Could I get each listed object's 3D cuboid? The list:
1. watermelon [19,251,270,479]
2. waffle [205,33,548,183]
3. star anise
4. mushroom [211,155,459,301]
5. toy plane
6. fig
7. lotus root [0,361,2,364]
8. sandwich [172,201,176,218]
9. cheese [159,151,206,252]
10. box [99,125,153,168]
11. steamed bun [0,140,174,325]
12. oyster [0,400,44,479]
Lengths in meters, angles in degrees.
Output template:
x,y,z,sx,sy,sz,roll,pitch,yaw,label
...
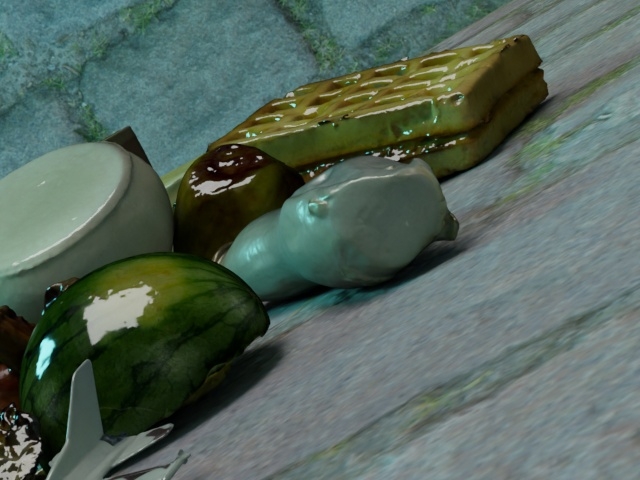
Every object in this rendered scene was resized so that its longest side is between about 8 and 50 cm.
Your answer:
x,y,z,sx,sy,sz,roll,pitch,yaw,label
-0.155,0.087,1.174,0.232,0.127,0.204,-34,10,21,watermelon
0.060,-0.119,1.621,0.328,0.098,0.224,-10,21,31,waffle
-0.232,0.105,1.313,0.212,0.111,0.196,-39,-11,29,star anise
0.001,-0.001,1.270,0.109,0.097,0.351,-32,3,-25,mushroom
-0.156,0.168,0.875,0.160,0.082,0.234,-16,28,27,toy plane
-0.077,-0.007,1.526,0.165,0.154,0.144,-61,19,11,fig
-0.393,0.085,1.697,0.250,0.250,0.346,-29,4,16,lotus root
-0.082,-0.042,1.839,0.212,0.109,0.292,-35,3,22,sandwich
-0.201,-0.034,2.169,0.242,0.124,0.265,-30,5,-23,cheese
-0.369,-0.018,2.391,0.301,0.216,0.301,-32,6,4,box
-0.244,0.017,1.499,0.232,0.145,0.232,-21,33,14,steamed bun
-0.265,0.190,1.087,0.105,0.056,0.177,19,67,50,oyster
